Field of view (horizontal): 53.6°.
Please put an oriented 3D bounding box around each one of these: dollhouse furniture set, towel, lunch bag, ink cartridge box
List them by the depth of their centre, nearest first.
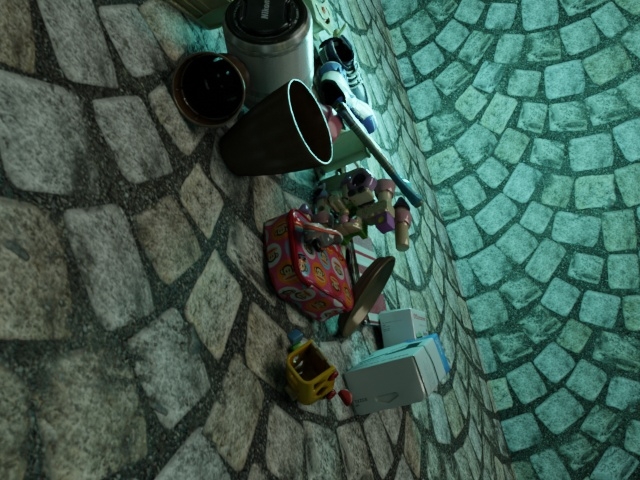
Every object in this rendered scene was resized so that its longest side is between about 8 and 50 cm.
[{"bbox_3d":[-0.032,0.054,1.670,0.293,0.120,0.258,40,33,-49],"label":"lunch bag"},{"bbox_3d":[0.230,0.388,1.861,0.307,0.223,0.129,-8,79,-68],"label":"ink cartridge box"},{"bbox_3d":[0.179,-0.271,1.952,0.370,0.040,0.271,49,9,-14],"label":"towel"},{"bbox_3d":[0.298,0.376,2.133,0.201,0.117,0.279,25,56,-65],"label":"ink cartridge box"},{"bbox_3d":[0.158,0.130,2.154,0.237,0.037,0.329,22,54,-65],"label":"towel"},{"bbox_3d":[0.152,-0.233,2.246,0.355,0.173,0.304,39,39,-52],"label":"dollhouse furniture set"}]

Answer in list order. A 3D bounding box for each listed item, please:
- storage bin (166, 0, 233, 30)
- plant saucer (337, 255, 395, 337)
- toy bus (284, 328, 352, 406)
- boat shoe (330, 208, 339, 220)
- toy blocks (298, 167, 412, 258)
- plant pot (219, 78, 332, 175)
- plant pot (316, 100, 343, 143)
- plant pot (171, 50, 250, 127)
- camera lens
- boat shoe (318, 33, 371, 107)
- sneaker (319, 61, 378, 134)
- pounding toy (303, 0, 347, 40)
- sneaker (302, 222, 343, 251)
[{"bbox_3d":[-0.309,-0.707,1.579,0.260,0.123,0.263,16,63,-65],"label":"storage bin"},{"bbox_3d":[0.130,0.157,1.842,0.041,0.278,0.278,32,16,15],"label":"plant saucer"},{"bbox_3d":[-0.030,0.323,1.458,0.104,0.191,0.202,-30,103,-24],"label":"toy bus"},{"bbox_3d":[0.053,-0.088,2.076,0.046,0.038,0.125,34,-13,40],"label":"boat shoe"},{"bbox_3d":[0.091,-0.116,1.868,0.309,0.288,0.260,45,37,-42],"label":"toy blocks"},{"bbox_3d":[-0.121,-0.245,1.537,0.215,0.230,0.216,50,29,-42],"label":"plant pot"},{"bbox_3d":[-0.066,-0.341,1.824,0.180,0.201,0.201,40,34,-26],"label":"plant pot"},{"bbox_3d":[-0.241,-0.361,1.467,0.165,0.166,0.167,-77,142,-67],"label":"plant pot"},{"bbox_3d":[-0.128,-0.481,1.620,0.274,0.219,0.220,89,-4,-60],"label":"camera lens"},{"bbox_3d":[0.107,-0.637,2.466,0.341,0.127,0.158,58,-7,-10],"label":"boat shoe"},{"bbox_3d":[0.084,-0.503,2.393,0.316,0.127,0.182,51,32,-26],"label":"sneaker"},{"bbox_3d":[0.017,-0.887,2.475,0.269,0.154,0.154,18,61,-63],"label":"pounding toy"},{"bbox_3d":[0.000,0.000,1.584,0.157,0.061,0.065,20,75,-54],"label":"sneaker"}]
